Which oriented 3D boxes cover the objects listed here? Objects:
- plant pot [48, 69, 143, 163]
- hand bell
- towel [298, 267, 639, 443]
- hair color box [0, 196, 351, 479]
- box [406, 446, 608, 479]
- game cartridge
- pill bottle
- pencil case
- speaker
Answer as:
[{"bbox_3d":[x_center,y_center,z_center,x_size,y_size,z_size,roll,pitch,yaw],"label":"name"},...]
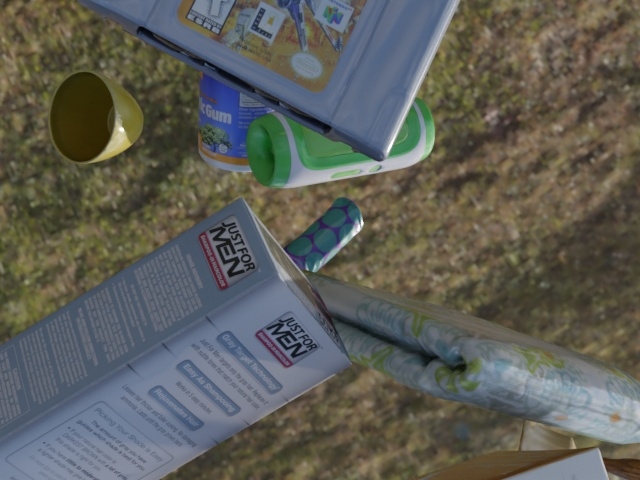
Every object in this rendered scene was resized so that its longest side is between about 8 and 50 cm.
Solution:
[{"bbox_3d":[-0.314,-0.176,1.706,0.134,0.134,0.095,-45,158,25],"label":"plant pot"},{"bbox_3d":[0.438,0.356,1.881,0.242,0.126,0.126,10,149,10],"label":"hand bell"},{"bbox_3d":[0.154,0.132,1.357,0.320,0.374,0.090,15,92,-39],"label":"towel"},{"bbox_3d":[-0.178,0.137,1.166,0.374,0.114,0.185,-31,140,5],"label":"hair color box"},{"bbox_3d":[0.110,0.337,1.195,0.345,0.168,0.215,-13,174,-22],"label":"box"},{"bbox_3d":[-0.034,-0.221,1.020,0.198,0.297,0.062,-65,-170,-6],"label":"game cartridge"},{"bbox_3d":[-0.125,-0.264,1.940,0.152,0.152,0.272,-12,123,-27],"label":"pill bottle"},{"bbox_3d":[0.000,0.000,1.828,0.151,0.064,0.070,-42,-162,-28],"label":"pencil case"},{"bbox_3d":[0.035,-0.163,1.905,0.296,0.131,0.131,-12,146,-27],"label":"speaker"}]
